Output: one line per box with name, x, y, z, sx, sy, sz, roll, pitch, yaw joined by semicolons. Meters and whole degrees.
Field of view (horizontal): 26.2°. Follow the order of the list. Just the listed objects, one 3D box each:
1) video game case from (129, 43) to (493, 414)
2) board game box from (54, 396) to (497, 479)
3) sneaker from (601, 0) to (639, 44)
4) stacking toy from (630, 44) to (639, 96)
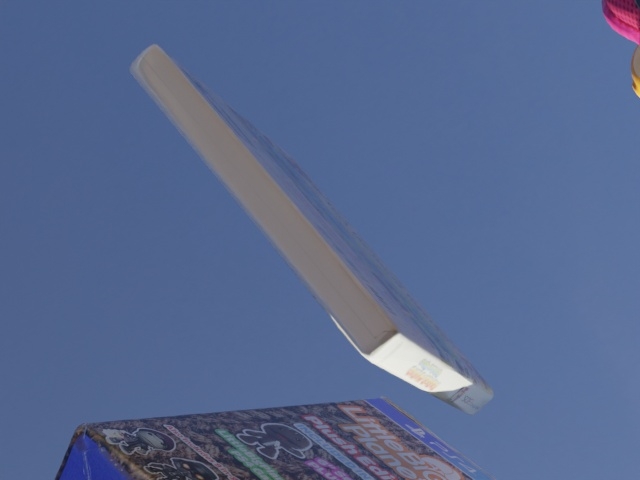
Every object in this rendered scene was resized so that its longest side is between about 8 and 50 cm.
video game case;0.000;0.000;0.809;0.026;0.206;0.227;-43;-115;5
board game box;-0.039;0.232;0.828;0.291;0.141;0.232;5;-66;-54
sneaker;0.152;0.046;0.359;0.121;0.112;0.299;-21;-76;-58
stacking toy;0.301;-0.194;0.821;0.175;0.302;0.166;51;-164;16
